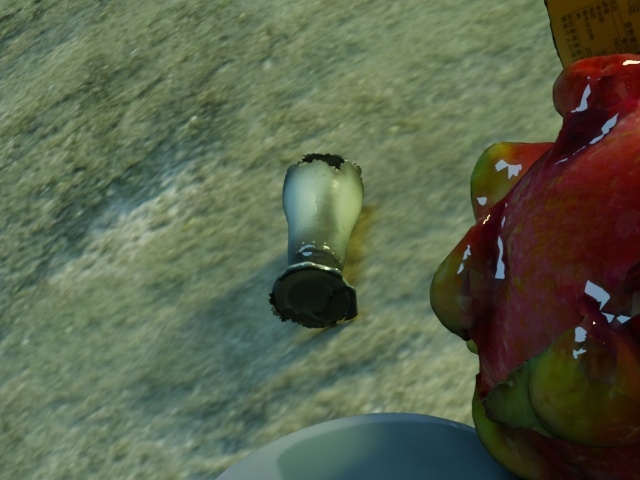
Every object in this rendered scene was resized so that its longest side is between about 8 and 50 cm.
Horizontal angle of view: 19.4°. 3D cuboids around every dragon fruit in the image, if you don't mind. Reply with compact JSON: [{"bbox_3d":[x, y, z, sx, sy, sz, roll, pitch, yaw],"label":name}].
[{"bbox_3d":[0.194,0.020,0.818,0.307,0.227,0.243,-11,3,22],"label":"dragon fruit"}]

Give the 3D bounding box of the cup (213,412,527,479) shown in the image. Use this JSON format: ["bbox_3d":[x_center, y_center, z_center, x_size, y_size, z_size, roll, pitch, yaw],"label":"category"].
[{"bbox_3d":[0.052,0.288,0.827,0.274,0.259,0.356,35,107,62],"label":"cup"}]

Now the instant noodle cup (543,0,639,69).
[{"bbox_3d":[0.239,-0.133,0.973,0.182,0.230,0.230,-19,33,39],"label":"instant noodle cup"}]

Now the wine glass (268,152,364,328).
[{"bbox_3d":[0.000,0.000,1.482,0.072,0.072,0.155,-27,30,22],"label":"wine glass"}]
